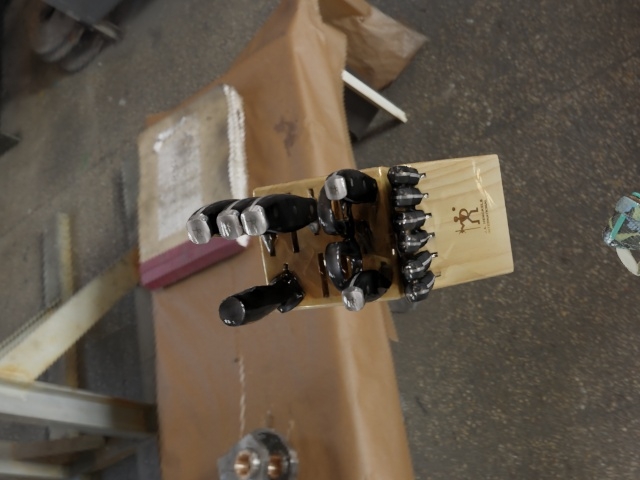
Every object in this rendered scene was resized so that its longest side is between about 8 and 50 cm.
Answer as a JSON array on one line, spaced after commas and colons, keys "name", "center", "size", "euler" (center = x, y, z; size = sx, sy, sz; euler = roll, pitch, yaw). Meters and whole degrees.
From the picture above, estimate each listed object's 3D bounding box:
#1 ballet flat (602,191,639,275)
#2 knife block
[{"name": "ballet flat", "center": [0.340, 0.012, 0.822], "size": [0.070, 0.188, 0.070], "euler": [-27, 50, 38]}, {"name": "knife block", "center": [0.000, 0.000, 0.580], "size": [0.275, 0.242, 0.088], "euler": [-5, 93, 64]}]
